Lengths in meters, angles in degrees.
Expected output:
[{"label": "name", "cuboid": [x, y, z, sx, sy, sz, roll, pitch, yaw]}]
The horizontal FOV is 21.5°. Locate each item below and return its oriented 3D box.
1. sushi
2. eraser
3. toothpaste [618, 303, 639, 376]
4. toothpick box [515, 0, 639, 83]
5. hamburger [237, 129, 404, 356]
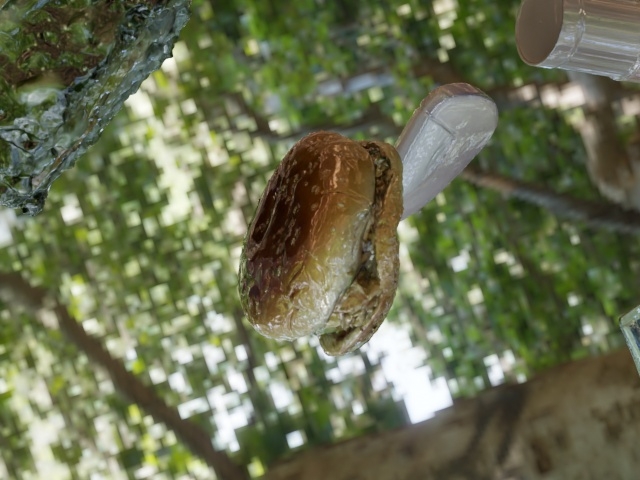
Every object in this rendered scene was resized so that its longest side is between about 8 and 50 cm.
[{"label": "sushi", "cuboid": [-0.309, -0.213, 1.974, 0.352, 0.178, 0.294, -50, 180, -3]}, {"label": "eraser", "cuboid": [0.147, -0.123, 2.086, 0.243, 0.059, 0.204, -26, 149, -59]}, {"label": "toothpaste", "cuboid": [0.409, 0.169, 2.049, 0.057, 0.197, 0.035, -29, -163, -28]}, {"label": "toothpick box", "cuboid": [0.301, -0.229, 1.854, 0.149, 0.098, 0.098, 6, 172, -26]}, {"label": "hamburger", "cuboid": [0.000, 0.000, 1.855, 0.146, 0.243, 0.286, 15, 176, -17]}]
